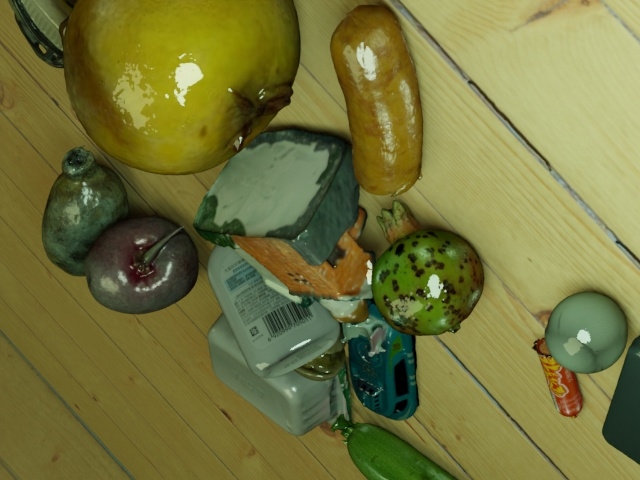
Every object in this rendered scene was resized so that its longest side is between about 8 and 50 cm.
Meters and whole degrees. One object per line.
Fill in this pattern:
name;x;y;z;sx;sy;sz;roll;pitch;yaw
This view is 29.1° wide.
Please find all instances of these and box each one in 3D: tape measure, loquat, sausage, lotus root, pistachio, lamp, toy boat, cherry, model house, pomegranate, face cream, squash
tape measure;-0.360;-0.383;1.789;0.271;0.231;0.133;52;154;-7
loquat;-0.201;-0.255;1.622;0.359;0.328;0.328;35;150;16
sausage;0.336;0.199;1.727;0.050;0.048;0.145;-12;125;16
lotus root;-0.459;-0.044;2.419;0.175;0.175;0.349;41;149;14
pistachio;-0.027;0.164;2.094;0.136;0.136;0.226;64;171;-27
lamp;0.336;0.117;1.560;0.105;0.105;0.105;35;149;24
toy boat;0.087;0.216;2.061;0.134;0.092;0.299;27;145;29
cherry;-0.339;0.050;2.339;0.266;0.213;0.184;110;153;-68
model house;0.000;0.000;1.864;0.271;0.190;0.301;5;146;48
pomegranate;0.140;0.039;1.714;0.159;0.159;0.205;108;142;-59
face cream;-0.102;0.053;2.016;0.337;0.163;0.080;61;-179;27
squash;0.167;0.430;2.205;0.378;0.101;0.101;35;150;26
sausage;0.075;-0.174;1.572;0.109;0.109;0.270;27;146;35

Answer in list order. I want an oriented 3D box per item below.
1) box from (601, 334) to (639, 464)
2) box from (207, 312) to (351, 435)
box;0.452;0.227;1.590;0.160;0.050;0.230;35;149;26
box;-0.096;0.246;2.341;0.336;0.106;0.264;32;148;26
